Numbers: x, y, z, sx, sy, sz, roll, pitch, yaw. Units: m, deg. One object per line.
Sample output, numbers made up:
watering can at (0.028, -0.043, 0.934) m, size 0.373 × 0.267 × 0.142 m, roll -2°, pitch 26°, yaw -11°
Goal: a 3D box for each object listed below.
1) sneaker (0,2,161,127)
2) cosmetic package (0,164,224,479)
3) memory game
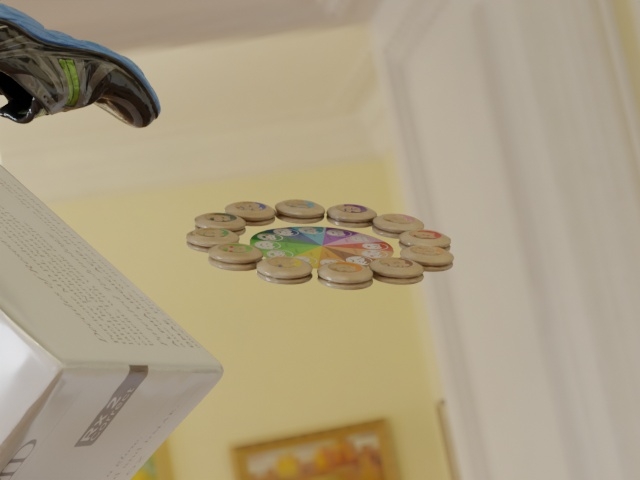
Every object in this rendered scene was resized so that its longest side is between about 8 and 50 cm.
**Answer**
sneaker at (-0.205, -0.119, 1.400) m, size 0.188 × 0.078 × 0.067 m, roll 20°, pitch -14°, yaw -38°
cosmetic package at (-0.162, 0.057, 0.736) m, size 0.151 × 0.151 × 0.184 m, roll -51°, pitch -14°, yaw 7°
memory game at (0.000, 0.000, 1.264) m, size 0.186 × 0.012 × 0.186 m, roll 4°, pitch 16°, yaw -1°
